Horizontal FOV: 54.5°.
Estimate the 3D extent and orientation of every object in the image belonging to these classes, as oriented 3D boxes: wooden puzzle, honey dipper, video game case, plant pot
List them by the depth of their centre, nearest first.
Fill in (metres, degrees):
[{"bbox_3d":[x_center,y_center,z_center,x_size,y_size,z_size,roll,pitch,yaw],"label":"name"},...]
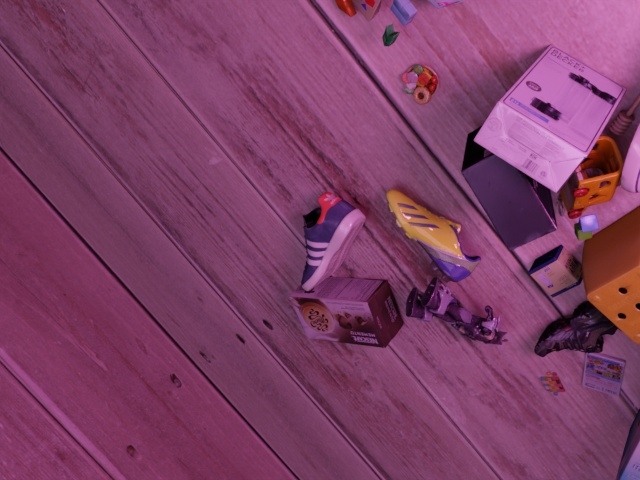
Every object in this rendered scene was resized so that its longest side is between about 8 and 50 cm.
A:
[{"bbox_3d":[0.578,-0.261,1.121,0.031,0.030,0.160,32,135,14],"label":"honey dipper"},{"bbox_3d":[0.649,0.076,1.225,0.212,0.187,0.212,42,140,1],"label":"plant pot"},{"bbox_3d":[0.698,0.329,1.534,0.087,0.011,0.122,14,132,31],"label":"video game case"},{"bbox_3d":[0.616,0.382,1.649,0.049,0.006,0.083,-13,115,44],"label":"wooden puzzle"}]

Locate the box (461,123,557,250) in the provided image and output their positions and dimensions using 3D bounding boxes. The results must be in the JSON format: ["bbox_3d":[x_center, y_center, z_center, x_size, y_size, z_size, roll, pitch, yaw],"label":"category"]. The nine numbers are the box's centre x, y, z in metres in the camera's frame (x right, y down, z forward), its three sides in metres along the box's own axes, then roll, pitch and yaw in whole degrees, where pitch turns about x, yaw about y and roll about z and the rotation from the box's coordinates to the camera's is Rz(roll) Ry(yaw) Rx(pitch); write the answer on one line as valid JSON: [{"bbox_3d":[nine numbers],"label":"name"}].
[{"bbox_3d":[0.368,-0.124,1.217,0.103,0.261,0.184,-31,102,26],"label":"box"}]

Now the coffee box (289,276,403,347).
[{"bbox_3d":[0.076,0.209,1.858,0.297,0.119,0.168,1,122,39],"label":"coffee box"}]

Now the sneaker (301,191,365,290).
[{"bbox_3d":[0.000,0.000,1.753,0.148,0.131,0.350,42,134,13],"label":"sneaker"}]

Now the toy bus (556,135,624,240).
[{"bbox_3d":[0.530,-0.117,1.218,0.105,0.202,0.190,-13,111,11],"label":"toy bus"}]

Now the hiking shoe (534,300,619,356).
[{"bbox_3d":[0.606,0.237,1.474,0.114,0.086,0.227,43,139,6],"label":"hiking shoe"}]

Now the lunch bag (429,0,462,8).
[{"bbox_3d":[0.240,-0.542,1.063,0.224,0.160,0.262,-6,126,43],"label":"lunch bag"}]

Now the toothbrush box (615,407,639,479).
[{"bbox_3d":[0.782,0.445,1.406,0.126,0.216,0.295,21,135,25],"label":"toothbrush box"}]

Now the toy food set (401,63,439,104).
[{"bbox_3d":[0.217,-0.343,1.352,0.082,0.020,0.083,43,140,1],"label":"toy food set"}]

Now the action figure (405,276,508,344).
[{"bbox_3d":[0.363,0.196,1.590,0.285,0.099,0.185,27,159,-24],"label":"action figure"}]

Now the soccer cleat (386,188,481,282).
[{"bbox_3d":[0.278,-0.027,1.539,0.121,0.093,0.289,-41,90,19],"label":"soccer cleat"}]

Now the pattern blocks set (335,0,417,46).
[{"bbox_3d":[0.065,-0.534,1.213,0.324,0.026,0.285,55,170,-8],"label":"pattern blocks set"}]

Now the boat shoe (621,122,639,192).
[{"bbox_3d":[0.634,-0.204,1.029,0.158,0.127,0.340,30,134,29],"label":"boat shoe"}]

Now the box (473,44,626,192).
[{"bbox_3d":[0.408,-0.224,1.090,0.169,0.290,0.087,36,138,12],"label":"box"}]

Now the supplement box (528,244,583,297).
[{"bbox_3d":[0.537,0.070,1.411,0.083,0.056,0.083,45,140,-1],"label":"supplement box"}]
